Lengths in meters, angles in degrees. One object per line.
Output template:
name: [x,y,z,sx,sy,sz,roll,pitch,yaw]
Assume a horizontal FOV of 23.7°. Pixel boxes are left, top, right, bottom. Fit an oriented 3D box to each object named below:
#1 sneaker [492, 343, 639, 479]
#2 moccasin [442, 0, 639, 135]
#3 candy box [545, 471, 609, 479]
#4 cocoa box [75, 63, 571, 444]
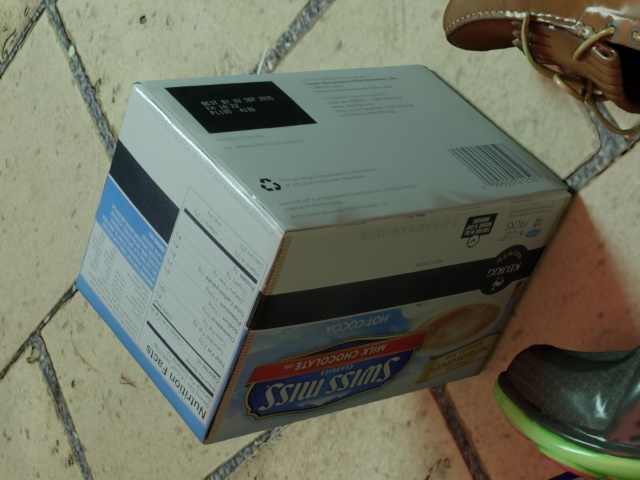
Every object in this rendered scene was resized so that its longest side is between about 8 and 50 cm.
sneaker: [0.342,0.098,1.151,0.483,0.185,0.202,-7,73,46]
moccasin: [0.255,-0.158,1.221,0.380,0.139,0.147,10,95,39]
candy box: [0.200,0.385,1.368,0.317,0.122,0.268,-45,64,42]
cocoa box: [0.000,0.000,1.364,0.231,0.347,0.228,45,128,34]
